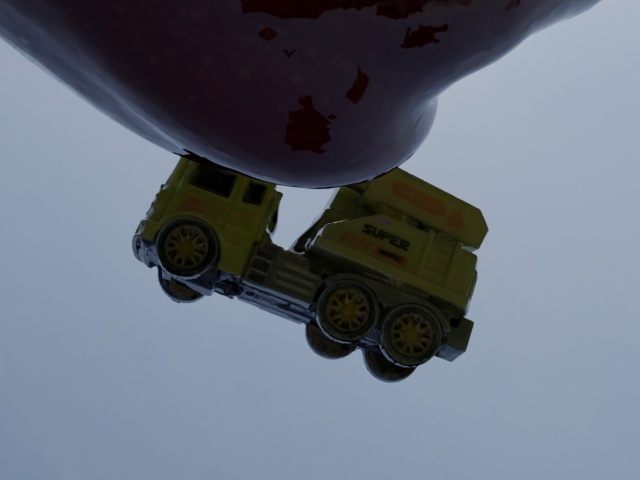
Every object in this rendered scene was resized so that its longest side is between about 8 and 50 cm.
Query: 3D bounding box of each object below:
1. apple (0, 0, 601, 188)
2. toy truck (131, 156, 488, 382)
[{"bbox_3d":[-0.036,-0.182,0.535,0.317,0.288,0.288,51,-144,-22],"label":"apple"},{"bbox_3d":[0.000,0.000,0.794,0.169,0.077,0.100,22,-104,0],"label":"toy truck"}]
